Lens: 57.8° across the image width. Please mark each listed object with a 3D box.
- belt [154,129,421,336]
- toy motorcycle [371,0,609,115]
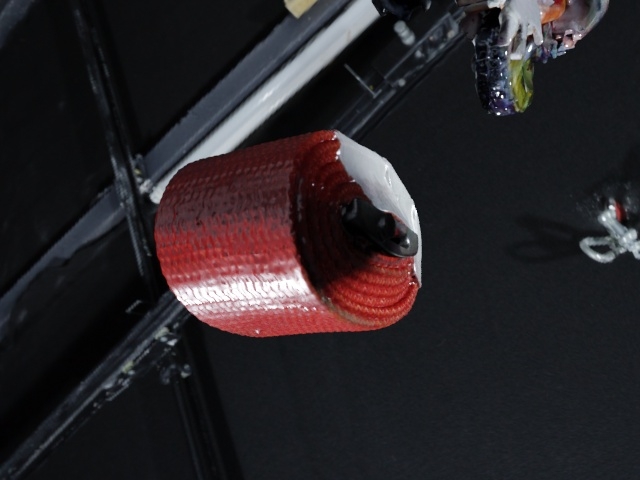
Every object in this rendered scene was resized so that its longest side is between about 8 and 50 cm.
[{"bbox_3d":[0.000,0.000,0.400,0.124,0.200,0.128,-8,-101,28],"label":"belt"},{"bbox_3d":[0.142,-0.208,0.433,0.134,0.207,0.401,4,-139,34],"label":"toy motorcycle"}]
